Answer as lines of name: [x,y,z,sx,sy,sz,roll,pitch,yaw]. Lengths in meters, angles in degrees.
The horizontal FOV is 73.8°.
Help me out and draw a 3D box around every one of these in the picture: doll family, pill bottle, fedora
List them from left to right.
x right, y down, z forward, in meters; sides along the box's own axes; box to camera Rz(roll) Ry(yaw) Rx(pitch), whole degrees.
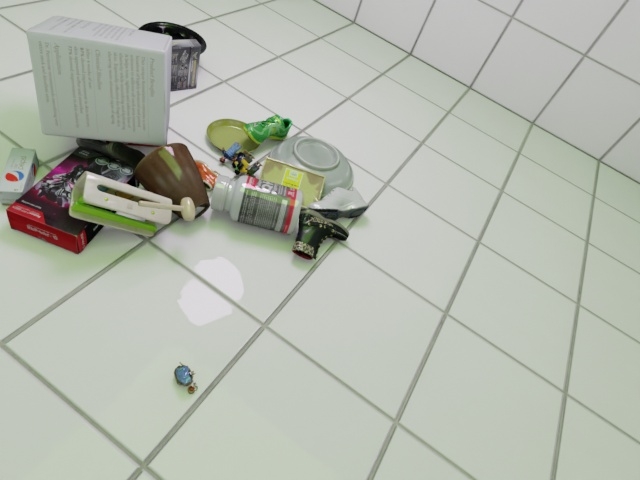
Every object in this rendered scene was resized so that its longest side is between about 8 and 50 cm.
fedora: [-0.736,-0.944,2.113,0.333,0.153,0.334,9,46,-10]
doll family: [-0.339,-0.328,1.778,0.111,0.076,0.193,-46,64,-1]
pill bottle: [-0.237,-0.141,1.589,0.318,0.176,0.176,14,47,-10]

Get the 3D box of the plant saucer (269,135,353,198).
plant saucer: [-0.027,-0.362,1.918,0.400,0.101,0.401,11,47,-12]

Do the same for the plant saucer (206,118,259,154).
plant saucer: [-0.388,-0.456,1.902,0.240,0.037,0.241,11,48,-13]

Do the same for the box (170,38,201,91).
box: [-0.657,-0.806,1.969,0.183,0.231,0.056,-24,66,-35]

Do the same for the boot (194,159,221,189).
boot: [-0.471,-0.260,1.687,0.157,0.059,0.085,33,52,7]

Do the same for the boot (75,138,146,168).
boot: [-0.773,-0.322,1.588,0.208,0.189,0.076,7,70,29]

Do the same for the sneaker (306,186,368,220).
sneaker: [0.058,-0.150,1.753,0.297,0.111,0.129,-11,67,-39]

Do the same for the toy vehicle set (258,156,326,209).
toy vehicle set: [-0.123,-0.228,1.758,0.266,0.035,0.166,18,73,-6]

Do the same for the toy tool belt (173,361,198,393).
toy tool belt: [-0.369,0.377,1.171,0.052,0.051,0.083,-22,62,-34]

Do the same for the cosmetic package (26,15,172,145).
cosmetic package: [-0.740,-0.559,1.500,0.393,0.330,0.327,3,32,-18]

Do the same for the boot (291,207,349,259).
boot: [-0.002,0.000,1.628,0.236,0.085,0.179,28,64,-31]

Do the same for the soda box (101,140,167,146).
soda box: [-0.756,-0.441,1.713,0.263,0.083,0.092,0,49,-22]

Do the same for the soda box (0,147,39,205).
soda box: [-1.010,-0.215,1.428,0.073,0.069,0.216,1,50,-20]

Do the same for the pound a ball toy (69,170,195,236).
pound a ball toy: [-0.587,-0.130,1.358,0.319,0.208,0.136,18,56,-43]

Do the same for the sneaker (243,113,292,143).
sneaker: [-0.234,-0.513,1.910,0.109,0.123,0.295,50,35,7]

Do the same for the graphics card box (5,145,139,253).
graphics card box: [-0.808,-0.148,1.431,0.232,0.094,0.371,22,45,-2]

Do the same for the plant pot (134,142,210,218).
plant pot: [-0.507,-0.191,1.530,0.215,0.215,0.230,-31,81,-38]
